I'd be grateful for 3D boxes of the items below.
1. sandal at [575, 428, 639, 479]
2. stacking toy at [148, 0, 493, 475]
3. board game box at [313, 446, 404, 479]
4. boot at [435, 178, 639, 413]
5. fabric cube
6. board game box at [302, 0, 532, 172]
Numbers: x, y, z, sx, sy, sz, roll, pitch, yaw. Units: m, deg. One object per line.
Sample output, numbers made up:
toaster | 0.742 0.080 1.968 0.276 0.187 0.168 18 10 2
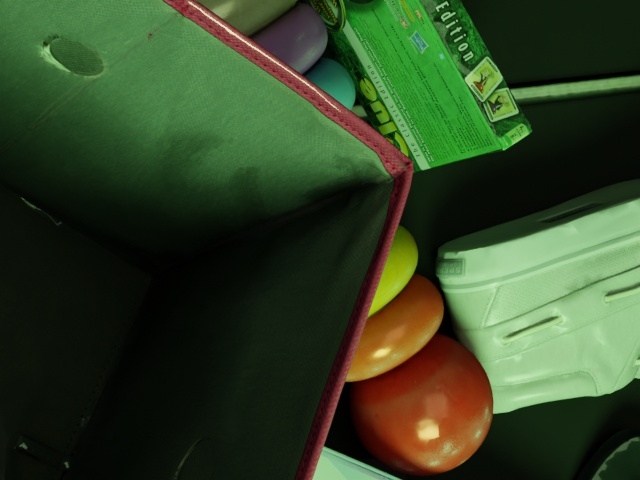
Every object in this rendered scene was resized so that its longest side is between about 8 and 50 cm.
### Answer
sandal | 0.203 0.257 0.775 0.097 0.054 0.254 21 80 -19
stacking toy | 0.000 0.000 0.686 0.141 0.141 0.330 -36 107 -19
board game box | -0.016 0.283 0.654 0.318 0.066 0.318 29 76 -29
boot | 0.206 0.031 0.781 0.258 0.095 0.123 -16 99 -13
fabric cube | -0.162 0.033 0.496 0.259 0.258 0.254 34 61 -24
board game box | 0.023 -0.162 0.688 0.030 0.136 0.259 -34 100 -22
